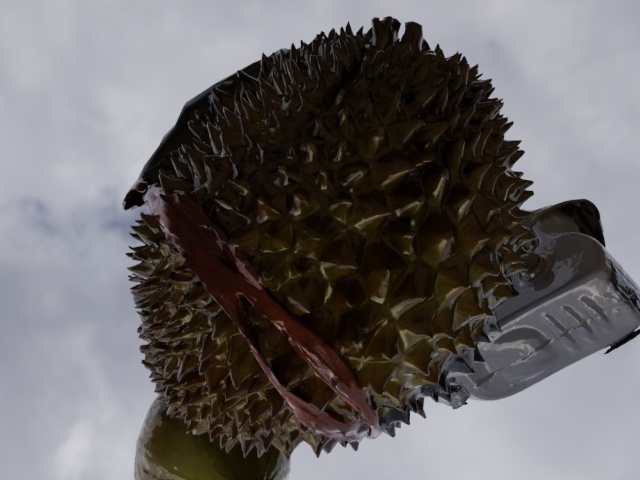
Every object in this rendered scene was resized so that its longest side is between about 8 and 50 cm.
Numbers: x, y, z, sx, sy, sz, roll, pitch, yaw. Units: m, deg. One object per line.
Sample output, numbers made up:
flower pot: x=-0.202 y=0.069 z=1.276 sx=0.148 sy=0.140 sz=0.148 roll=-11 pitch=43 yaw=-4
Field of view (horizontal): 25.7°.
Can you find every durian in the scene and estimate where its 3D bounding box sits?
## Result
durian: x=-0.001 y=-0.001 z=1.151 sx=0.348 sy=0.384 sz=0.347 roll=23 pitch=-170 yaw=-4

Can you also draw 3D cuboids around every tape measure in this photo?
tape measure: x=0.195 y=0.055 z=1.382 sx=0.120 sy=0.236 sz=0.197 roll=44 pitch=-152 yaw=-26

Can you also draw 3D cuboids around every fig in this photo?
fig: x=-0.098 y=0.209 z=1.252 sx=0.143 sy=0.160 sz=0.231 roll=12 pitch=-167 yaw=-2
